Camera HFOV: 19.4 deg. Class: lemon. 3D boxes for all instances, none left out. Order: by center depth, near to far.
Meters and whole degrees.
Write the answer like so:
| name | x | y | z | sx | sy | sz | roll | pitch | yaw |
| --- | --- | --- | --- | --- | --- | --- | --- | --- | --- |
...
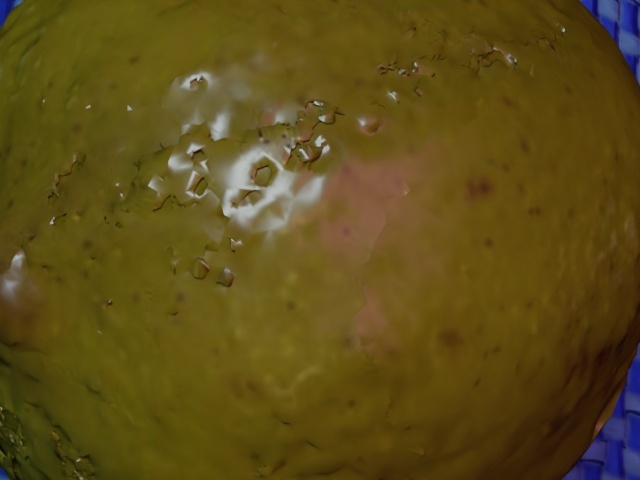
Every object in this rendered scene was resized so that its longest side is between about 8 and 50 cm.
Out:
| name | x | y | z | sx | sy | sz | roll | pitch | yaw |
| --- | --- | --- | --- | --- | --- | --- | --- | --- | --- |
| lemon | 0.000 | 0.000 | 0.715 | 0.310 | 0.258 | 0.258 | -15 | 88 | -33 |
